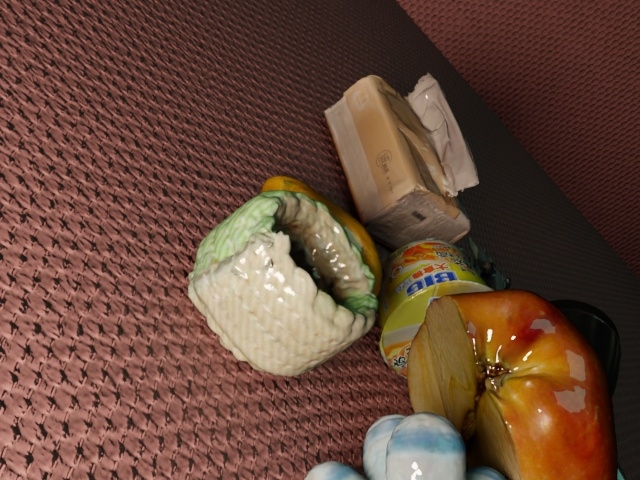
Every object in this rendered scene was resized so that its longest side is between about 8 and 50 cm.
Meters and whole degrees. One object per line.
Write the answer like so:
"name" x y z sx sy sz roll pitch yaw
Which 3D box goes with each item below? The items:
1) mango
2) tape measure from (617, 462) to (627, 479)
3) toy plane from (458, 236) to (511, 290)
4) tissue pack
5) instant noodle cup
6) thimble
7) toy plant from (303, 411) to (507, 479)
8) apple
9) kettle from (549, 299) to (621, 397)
"mango" 0.000 0.000 1.187 0.109 0.147 0.227 -39 91 -23
"tape measure" 0.430 0.421 1.406 0.275 0.147 0.256 15 45 -56
"toy plane" 0.346 0.113 1.724 0.192 0.088 0.262 37 30 -36
"tissue pack" 0.172 -0.154 1.595 0.238 0.238 0.305 29 35 -44
"instant noodle cup" 0.173 0.102 1.323 0.205 0.205 0.153 39 18 -31
"thimble" -0.044 0.052 1.025 0.219 0.150 0.219 42 27 -27
"toy plant" 0.106 0.321 0.893 0.247 0.247 0.332 40 21 -28
"apple" 0.231 0.236 1.102 0.329 0.365 0.295 27 57 18
"kettle" 0.462 0.285 1.635 0.207 0.250 0.271 23 34 4
